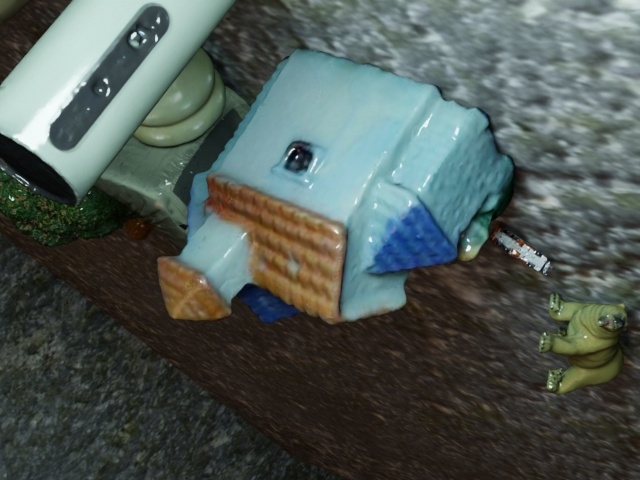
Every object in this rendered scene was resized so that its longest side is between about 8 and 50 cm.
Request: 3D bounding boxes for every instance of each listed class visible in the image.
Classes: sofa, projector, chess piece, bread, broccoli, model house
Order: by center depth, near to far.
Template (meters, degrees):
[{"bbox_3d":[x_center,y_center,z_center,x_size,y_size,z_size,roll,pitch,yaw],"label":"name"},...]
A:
[{"bbox_3d":[-0.143,-0.187,0.944,0.108,0.337,0.108,30,161,12],"label":"projector"},{"bbox_3d":[0.000,0.000,1.229,0.295,0.329,0.251,23,157,38],"label":"model house"},{"bbox_3d":[-0.205,-0.229,1.329,0.133,0.133,0.243,25,157,28],"label":"chess piece"},{"bbox_3d":[-0.173,-0.085,1.516,0.176,0.210,0.225,18,158,38],"label":"sofa"},{"bbox_3d":[-0.376,-0.134,1.683,0.321,0.304,0.283,81,166,-46],"label":"broccoli"},{"bbox_3d":[-0.360,-0.031,2.295,0.052,0.044,0.157,30,164,-8],"label":"bread"}]

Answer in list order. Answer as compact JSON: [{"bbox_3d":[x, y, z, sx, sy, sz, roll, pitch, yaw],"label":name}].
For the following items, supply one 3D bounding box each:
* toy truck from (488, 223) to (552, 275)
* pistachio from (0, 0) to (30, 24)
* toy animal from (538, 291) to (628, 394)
[{"bbox_3d":[0.235,0.012,1.345,0.083,0.024,0.032,34,-174,6],"label":"toy truck"},{"bbox_3d":[-0.522,-0.330,1.315,0.445,0.281,0.365,16,-170,43],"label":"pistachio"},{"bbox_3d":[0.327,0.122,1.399,0.101,0.103,0.218,6,152,19],"label":"toy animal"}]
